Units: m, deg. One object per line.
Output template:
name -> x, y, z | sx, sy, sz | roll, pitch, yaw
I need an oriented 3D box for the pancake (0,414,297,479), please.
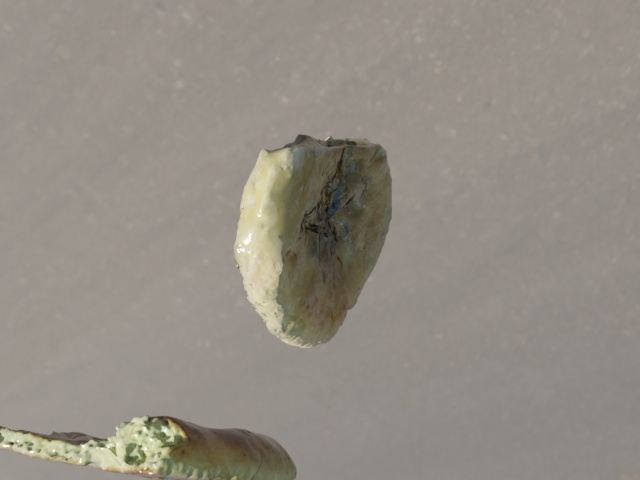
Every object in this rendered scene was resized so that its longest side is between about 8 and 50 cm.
pancake -> -0.171, 0.222, 1.348 | 0.304, 0.067, 0.427 | 6, 170, 18

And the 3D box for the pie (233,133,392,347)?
pie -> -0.003, -0.001, 1.066 | 0.052, 0.218, 0.185 | 14, 105, 25
